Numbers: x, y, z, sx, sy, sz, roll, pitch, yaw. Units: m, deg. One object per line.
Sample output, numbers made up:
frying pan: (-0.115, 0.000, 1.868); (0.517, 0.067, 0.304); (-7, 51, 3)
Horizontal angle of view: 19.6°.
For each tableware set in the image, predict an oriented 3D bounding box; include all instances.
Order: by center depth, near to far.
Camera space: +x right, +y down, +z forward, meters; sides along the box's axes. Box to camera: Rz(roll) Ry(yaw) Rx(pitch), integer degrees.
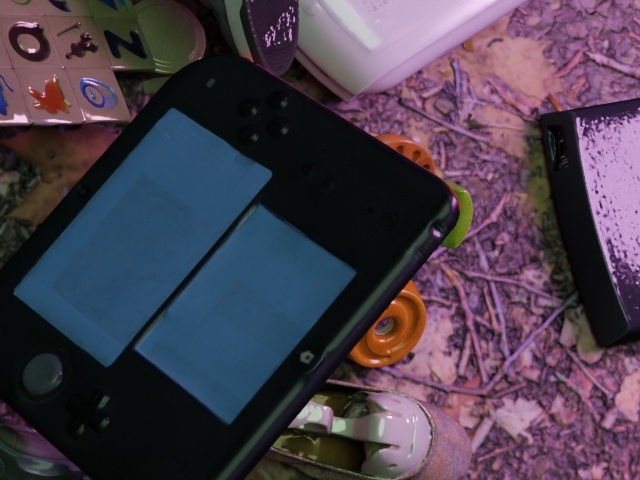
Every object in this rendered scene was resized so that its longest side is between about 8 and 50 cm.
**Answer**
tableware set: (-0.206, -0.185, 1.810); (0.194, 0.039, 0.128); (-11, 70, -26)

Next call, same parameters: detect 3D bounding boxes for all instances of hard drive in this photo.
hard drive: (0.337, -0.027, 1.944); (0.172, 0.054, 0.254); (-10, 82, -20)

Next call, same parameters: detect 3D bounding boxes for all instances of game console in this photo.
game console: (-0.110, 0.033, 1.643); (0.386, 0.342, 0.060); (-50, 140, -8)

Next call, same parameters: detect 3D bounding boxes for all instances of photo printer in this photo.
photo printer: (0.068, -0.302, 1.887); (0.307, 0.107, 0.256); (-35, 90, -21)

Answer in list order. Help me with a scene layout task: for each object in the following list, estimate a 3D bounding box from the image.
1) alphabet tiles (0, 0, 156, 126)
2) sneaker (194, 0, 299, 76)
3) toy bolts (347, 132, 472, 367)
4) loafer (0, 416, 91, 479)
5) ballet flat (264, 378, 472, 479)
alphabet tiles: (-0.310, -0.228, 1.694); (0.343, 0.011, 0.285); (-6, 66, -45)
sneaker: (-0.140, -0.286, 1.773); (0.124, 0.178, 0.295); (-36, 114, -55)
toy bolts: (0.000, 0.000, 1.813); (0.229, 0.158, 0.218); (-2, 119, -29)
loafer: (-0.282, 0.209, 1.688); (0.268, 0.084, 0.096); (17, 105, -10)
ballet flat: (0.011, 0.179, 1.763); (0.316, 0.106, 0.107); (11, 75, -16)
